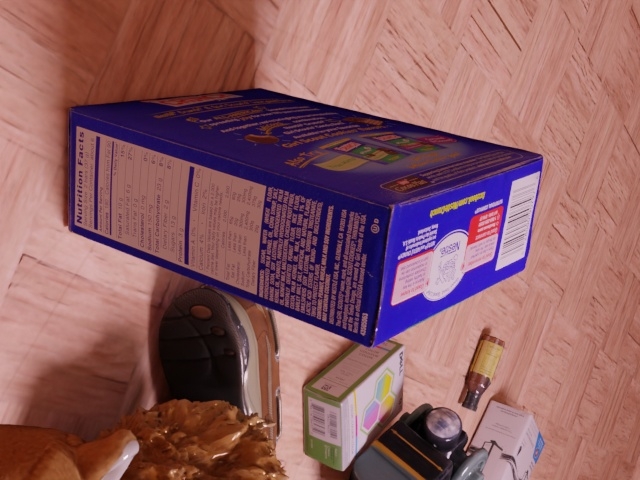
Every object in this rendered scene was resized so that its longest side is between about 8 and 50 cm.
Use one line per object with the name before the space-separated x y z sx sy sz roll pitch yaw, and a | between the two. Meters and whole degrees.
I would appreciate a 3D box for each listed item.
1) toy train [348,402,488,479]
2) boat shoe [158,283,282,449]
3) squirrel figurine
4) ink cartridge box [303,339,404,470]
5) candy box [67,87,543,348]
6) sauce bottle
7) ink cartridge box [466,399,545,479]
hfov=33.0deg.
toy train | 0.110 0.363 1.485 0.190 0.142 0.334 -34 151 -34
boat shoe | -0.087 0.183 1.120 0.120 0.123 0.324 -41 140 -56
squirrel figurine | -0.196 0.281 0.906 0.397 0.281 0.370 -49 134 -53
ink cartridge box | 0.061 0.195 1.422 0.209 0.062 0.109 -35 134 -47
candy box | -0.013 -0.040 0.926 0.268 0.317 0.122 -18 122 -53
sauce bottle | 0.268 0.221 1.802 0.042 0.042 0.128 30 81 -59
ink cartridge box | 0.314 0.412 1.929 0.203 0.086 0.148 -61 148 -20
